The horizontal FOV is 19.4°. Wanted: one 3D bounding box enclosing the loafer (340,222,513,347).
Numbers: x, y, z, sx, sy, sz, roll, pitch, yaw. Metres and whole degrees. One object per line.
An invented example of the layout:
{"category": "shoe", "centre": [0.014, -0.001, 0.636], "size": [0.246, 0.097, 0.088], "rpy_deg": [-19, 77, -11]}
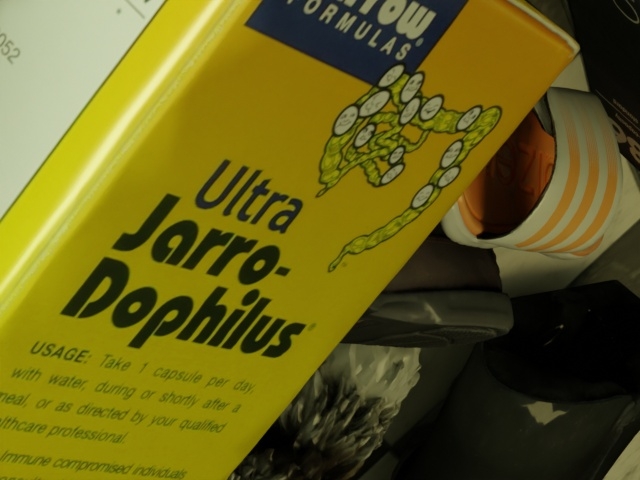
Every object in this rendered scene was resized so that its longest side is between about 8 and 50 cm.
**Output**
{"category": "loafer", "centre": [0.000, 0.000, 0.992], "size": [0.109, 0.095, 0.302], "rpy_deg": [-12, 166, 33]}

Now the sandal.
{"category": "sandal", "centre": [0.141, -0.041, 1.069], "size": [0.265, 0.076, 0.102], "rpy_deg": [11, 80, -63]}

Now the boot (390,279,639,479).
{"category": "boot", "centre": [0.050, 0.248, 1.267], "size": [0.367, 0.146, 0.445], "rpy_deg": [-32, 159, -55]}

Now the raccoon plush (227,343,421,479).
{"category": "raccoon plush", "centre": [-0.045, 0.281, 1.069], "size": [0.446, 0.299, 0.216], "rpy_deg": [-53, 149, 16]}

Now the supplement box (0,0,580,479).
{"category": "supplement box", "centre": [-0.114, -0.014, 0.700], "size": [0.356, 0.194, 0.195], "rpy_deg": [-51, 150, 13]}

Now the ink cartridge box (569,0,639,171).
{"category": "ink cartridge box", "centre": [0.222, -0.077, 1.065], "size": [0.065, 0.165, 0.333], "rpy_deg": [-41, 150, -4]}
